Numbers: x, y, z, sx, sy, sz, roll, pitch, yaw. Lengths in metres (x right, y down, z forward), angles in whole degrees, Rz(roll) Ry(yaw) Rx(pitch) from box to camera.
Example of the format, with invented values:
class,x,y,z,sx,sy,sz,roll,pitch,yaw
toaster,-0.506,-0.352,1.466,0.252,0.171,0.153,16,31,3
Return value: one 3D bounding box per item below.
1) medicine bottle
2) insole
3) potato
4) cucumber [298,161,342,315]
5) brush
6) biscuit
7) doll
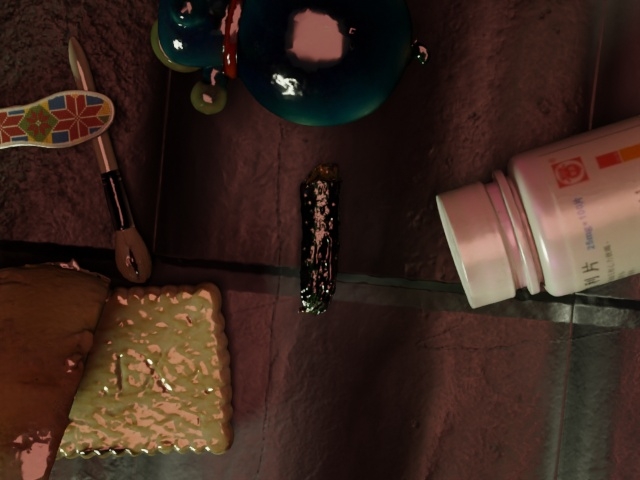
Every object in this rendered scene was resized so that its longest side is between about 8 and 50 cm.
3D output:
class,x,y,z,sx,sy,sz,roll,pitch,yaw
medicine bottle,0.286,-0.031,1.460,0.293,0.170,0.170,-17,97,4
insole,-0.330,-0.138,1.538,0.193,0.006,0.065,-6,93,13
potato,-0.356,0.140,1.428,0.189,0.264,0.211,20,106,-10
cucumber,0.000,0.000,1.538,0.053,0.053,0.181,2,98,2
brush,-0.251,-0.093,1.542,0.039,0.042,0.299,-9,98,43
biscuit,-0.267,0.158,1.573,0.325,0.044,0.217,-4,98,3
doll,-0.039,-0.228,1.444,0.322,0.186,0.198,6,98,5
